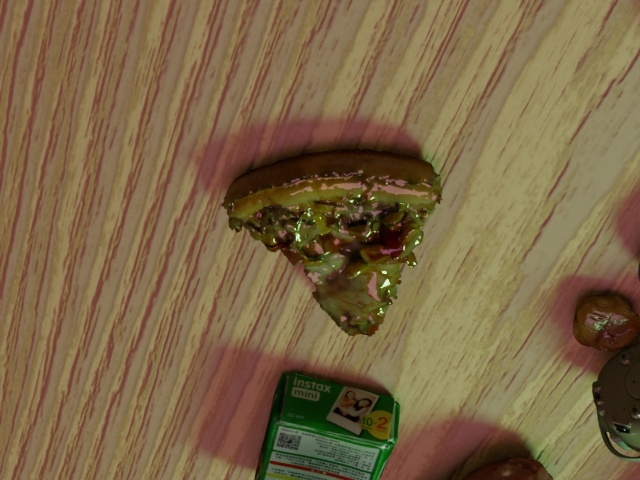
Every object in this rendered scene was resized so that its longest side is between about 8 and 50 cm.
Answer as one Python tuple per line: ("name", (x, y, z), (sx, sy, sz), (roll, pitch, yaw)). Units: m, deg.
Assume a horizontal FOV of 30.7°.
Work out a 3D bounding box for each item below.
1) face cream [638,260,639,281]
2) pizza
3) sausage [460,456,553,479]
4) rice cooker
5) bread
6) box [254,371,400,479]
("face cream", (0.487, 0.000, 1.332), (0.264, 0.083, 0.149), (-30, 115, 29))
("pizza", (0.000, 0.000, 1.424), (0.251, 0.074, 0.288), (15, 128, 1))
("sausage", (0.226, 0.414, 1.667), (0.152, 0.152, 0.279), (35, 124, -18))
("rice cooker", (0.436, 0.191, 1.450), (0.206, 0.145, 0.127), (-21, 139, 25))
("bread", (0.355, 0.102, 1.460), (0.083, 0.046, 0.081), (34, 123, -16))
("box", (0.003, 0.311, 1.652), (0.180, 0.103, 0.250), (14, 128, -2))
